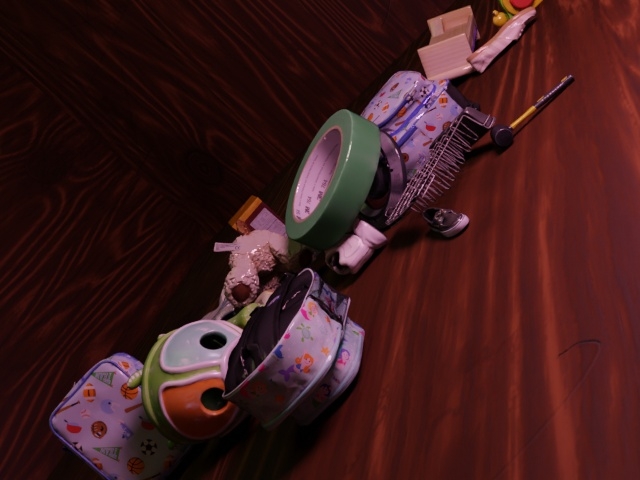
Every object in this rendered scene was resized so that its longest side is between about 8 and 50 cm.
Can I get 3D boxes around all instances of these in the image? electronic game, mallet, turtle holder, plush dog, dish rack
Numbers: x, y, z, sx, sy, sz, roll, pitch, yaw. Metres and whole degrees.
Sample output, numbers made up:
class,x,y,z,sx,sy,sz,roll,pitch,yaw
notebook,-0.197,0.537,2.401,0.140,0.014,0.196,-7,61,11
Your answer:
class,x,y,z,sx,sy,sz,roll,pitch,yaw
electronic game,0.130,-0.141,1.635,0.048,0.229,0.229,-5,-9,-27
mallet,0.409,-0.255,1.374,0.189,0.039,0.062,-42,11,6
turtle holder,-0.210,0.278,1.472,0.227,0.243,0.320,-24,-7,34
plush dog,-0.158,0.079,1.862,0.262,0.210,0.225,-30,-35,-19
dish rack,0.235,-0.138,1.450,0.271,0.074,0.208,-57,2,-21

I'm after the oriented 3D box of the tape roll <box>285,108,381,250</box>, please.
class,x,y,z,sx,sy,sz,roll,pitch,yaw
tape roll,0.023,-0.138,1.614,0.321,0.077,0.321,-53,23,36

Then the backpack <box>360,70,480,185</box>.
class,x,y,z,sx,sy,sz,roll,pitch,yaw
backpack,0.217,-0.275,1.720,0.263,0.213,0.276,-58,14,5

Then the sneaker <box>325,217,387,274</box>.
class,x,y,z,sx,sy,sz,roll,pitch,yaw
sneaker,0.046,0.016,1.632,0.118,0.110,0.292,-59,14,-9

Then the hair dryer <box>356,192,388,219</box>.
class,x,y,z,sx,sy,sz,roll,pitch,yaw
hair dryer,0.079,-0.087,1.851,0.293,0.080,0.223,-23,18,46

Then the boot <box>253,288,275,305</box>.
class,x,y,z,sx,sy,sz,roll,pitch,yaw
boot,-0.163,0.238,1.711,0.213,0.077,0.165,-54,16,39

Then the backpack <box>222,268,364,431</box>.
class,x,y,z,sx,sy,sz,roll,pitch,yaw
backpack,-0.048,0.193,1.177,0.225,0.191,0.253,-46,5,20

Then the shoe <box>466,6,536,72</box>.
class,x,y,z,sx,sy,sz,roll,pitch,yaw
shoe,0.499,-0.543,1.913,0.219,0.058,0.076,-39,-5,20

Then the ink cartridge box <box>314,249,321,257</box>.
class,x,y,z,sx,sy,sz,roll,pitch,yaw
ink cartridge box,0.000,0.000,1.995,0.063,0.029,0.115,-43,13,23

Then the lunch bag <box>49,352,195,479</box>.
class,x,y,z,sx,sy,sz,roll,pitch,yaw
lunch bag,-0.438,0.413,1.570,0.243,0.303,0.115,-48,-1,3

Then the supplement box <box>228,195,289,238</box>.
class,x,y,z,sx,sy,sz,roll,pitch,yaw
supplement box,-0.192,-0.039,2.382,0.129,0.194,0.191,-49,12,-3

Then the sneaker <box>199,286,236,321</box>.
class,x,y,z,sx,sy,sz,roll,pitch,yaw
sneaker,-0.249,0.209,2.105,0.122,0.110,0.283,-5,44,46

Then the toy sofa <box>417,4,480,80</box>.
class,x,y,z,sx,sy,sz,roll,pitch,yaw
toy sofa,0.410,-0.578,2.165,0.150,0.177,0.362,-15,26,22

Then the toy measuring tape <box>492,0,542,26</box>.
class,x,y,z,sx,sy,sz,roll,pitch,yaw
toy measuring tape,0.610,-0.745,1.997,0.330,0.121,0.121,-44,13,18

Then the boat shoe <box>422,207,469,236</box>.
class,x,y,z,sx,sy,sz,roll,pitch,yaw
boat shoe,0.226,-0.037,1.301,0.049,0.040,0.142,-49,12,-6
